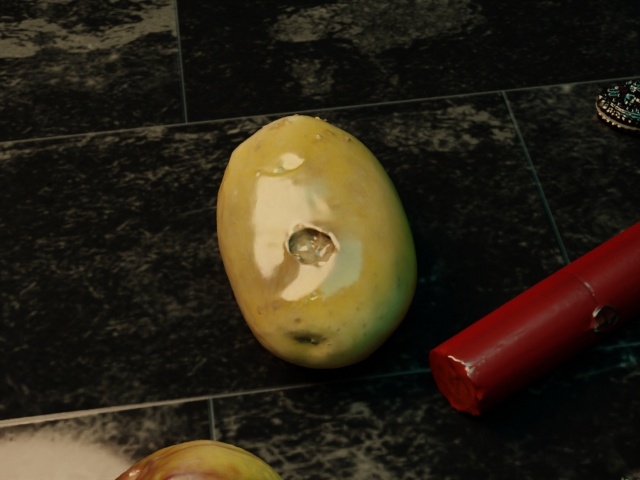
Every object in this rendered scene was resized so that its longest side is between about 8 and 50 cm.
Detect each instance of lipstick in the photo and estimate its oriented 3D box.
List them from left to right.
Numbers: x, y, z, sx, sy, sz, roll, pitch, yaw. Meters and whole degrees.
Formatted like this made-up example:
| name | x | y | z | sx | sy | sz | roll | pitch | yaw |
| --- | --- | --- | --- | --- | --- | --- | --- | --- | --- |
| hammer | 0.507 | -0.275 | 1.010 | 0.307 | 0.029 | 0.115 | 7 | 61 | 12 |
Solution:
| name | x | y | z | sx | sy | sz | roll | pitch | yaw |
| --- | --- | --- | --- | --- | --- | --- | --- | --- | --- |
| lipstick | 0.219 | 0.053 | 0.913 | 0.279 | 0.073 | 0.073 | -29 | 55 | -21 |

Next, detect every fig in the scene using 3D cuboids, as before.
| name | x | y | z | sx | sy | sz | roll | pitch | yaw |
| --- | --- | --- | --- | --- | --- | --- | --- | --- | --- |
| fig | -0.047 | 0.200 | 0.742 | 0.230 | 0.160 | 0.143 | -15 | 91 | -14 |

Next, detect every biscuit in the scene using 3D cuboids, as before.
| name | x | y | z | sx | sy | sz | roll | pitch | yaw |
| --- | --- | --- | --- | --- | --- | --- | --- | --- | --- |
| biscuit | 0.325 | -0.143 | 1.109 | 0.087 | 0.027 | 0.089 | 7 | 50 | 6 |

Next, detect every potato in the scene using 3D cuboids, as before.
| name | x | y | z | sx | sy | sz | roll | pitch | yaw |
| --- | --- | --- | --- | --- | --- | --- | --- | --- | --- |
| potato | 0.000 | 0.000 | 0.918 | 0.150 | 0.146 | 0.234 | -33 | 57 | 30 |

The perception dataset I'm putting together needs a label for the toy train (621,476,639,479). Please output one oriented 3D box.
| name | x | y | z | sx | sy | sz | roll | pitch | yaw |
| --- | --- | --- | --- | --- | --- | --- | --- | --- | --- |
| toy train | 0.249 | 0.217 | 0.791 | 0.056 | 0.038 | 0.093 | -3 | 49 | -5 |
